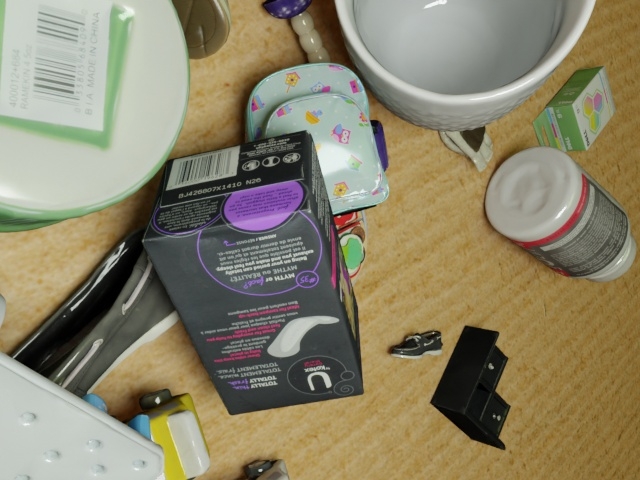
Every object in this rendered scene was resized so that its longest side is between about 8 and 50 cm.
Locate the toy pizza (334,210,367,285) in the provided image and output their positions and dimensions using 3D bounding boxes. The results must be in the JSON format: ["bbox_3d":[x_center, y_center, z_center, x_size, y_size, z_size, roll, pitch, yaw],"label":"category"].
[{"bbox_3d":[0.000,0.000,0.907,0.201,0.032,0.201,-3,95,-41],"label":"toy pizza"}]

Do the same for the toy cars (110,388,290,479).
[{"bbox_3d":[-0.109,0.270,0.718,0.394,0.087,0.176,51,28,-42],"label":"toy cars"}]

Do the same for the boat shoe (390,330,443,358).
[{"bbox_3d":[0.157,0.167,1.046,0.125,0.046,0.038,2,92,-44],"label":"boat shoe"}]

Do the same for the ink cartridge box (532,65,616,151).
[{"bbox_3d":[0.520,-0.253,1.319,0.209,0.062,0.109,-45,121,-29],"label":"ink cartridge box"}]

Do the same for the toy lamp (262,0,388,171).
[{"bbox_3d":[0.018,-0.206,0.878,0.080,0.080,0.275,-46,121,-29],"label":"toy lamp"}]

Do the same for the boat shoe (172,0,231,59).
[{"bbox_3d":[-0.189,-0.342,0.686,0.302,0.109,0.098,58,19,-27],"label":"boat shoe"}]

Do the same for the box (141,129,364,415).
[{"bbox_3d":[-0.057,0.043,0.703,0.143,0.165,0.270,-91,169,-51],"label":"box"}]

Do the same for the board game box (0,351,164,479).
[{"bbox_3d":[-0.382,0.172,0.448,0.390,0.050,0.390,-40,124,7],"label":"board game box"}]

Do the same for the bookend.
[{"bbox_3d":[0.290,0.261,1.151,0.157,0.072,0.156,45,64,-34],"label":"bookend"}]

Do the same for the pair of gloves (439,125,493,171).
[{"bbox_3d":[0.269,-0.263,1.115,0.204,0.042,0.240,46,64,-33],"label":"pair of gloves"}]

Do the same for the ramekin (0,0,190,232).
[{"bbox_3d":[-0.268,-0.155,0.587,0.303,0.148,0.303,-3,95,-41],"label":"ramekin"}]

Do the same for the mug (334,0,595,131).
[{"bbox_3d":[0.139,-0.315,0.836,0.276,0.328,0.374,-39,85,6],"label":"mug"}]

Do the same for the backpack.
[{"bbox_3d":[-0.010,-0.120,0.791,0.166,0.144,0.188,-14,88,-4],"label":"backpack"}]

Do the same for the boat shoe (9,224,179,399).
[{"bbox_3d":[-0.260,0.113,0.637,0.335,0.112,0.095,-48,130,-35],"label":"boat shoe"}]

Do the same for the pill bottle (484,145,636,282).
[{"bbox_3d":[0.462,-0.032,1.210,0.318,0.176,0.176,27,76,-38],"label":"pill bottle"}]

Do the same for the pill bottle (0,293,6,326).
[{"bbox_3d":[-0.396,0.014,0.480,0.283,0.161,0.161,47,64,-33],"label":"pill bottle"}]
